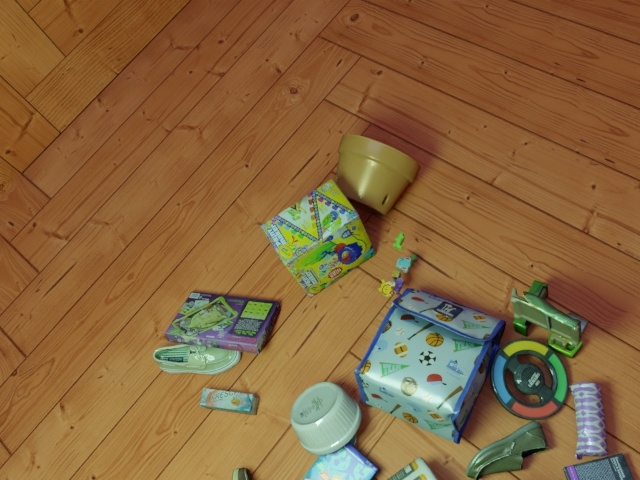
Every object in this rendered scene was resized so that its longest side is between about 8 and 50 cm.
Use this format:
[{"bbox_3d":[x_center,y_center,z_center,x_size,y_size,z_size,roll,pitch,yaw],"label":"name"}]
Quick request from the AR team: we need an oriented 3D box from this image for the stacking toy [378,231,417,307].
[{"bbox_3d":[0.259,0.108,2.028,0.052,0.167,0.221,10,66,27],"label":"stacking toy"}]

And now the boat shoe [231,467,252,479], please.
[{"bbox_3d":[-0.163,0.801,1.822,0.123,0.123,0.342,-22,44,-6],"label":"boat shoe"}]

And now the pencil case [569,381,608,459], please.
[{"bbox_3d":[0.730,0.488,1.734,0.088,0.086,0.206,-24,50,44],"label":"pencil case"}]

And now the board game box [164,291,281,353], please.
[{"bbox_3d":[-0.330,0.275,2.155,0.346,0.056,0.208,5,37,20],"label":"board game box"}]

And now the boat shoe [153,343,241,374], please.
[{"bbox_3d":[-0.420,0.397,2.136,0.302,0.094,0.109,-10,61,13],"label":"boat shoe"}]

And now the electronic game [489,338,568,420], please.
[{"bbox_3d":[0.594,0.394,1.805,0.229,0.048,0.229,2,70,-6],"label":"electronic game"}]

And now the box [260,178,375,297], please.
[{"bbox_3d":[0.000,0.000,2.096,0.279,0.290,0.177,-34,59,-1],"label":"box"}]

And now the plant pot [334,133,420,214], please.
[{"bbox_3d":[0.173,-0.213,2.178,0.290,0.291,0.204,22,89,26],"label":"plant pot"}]

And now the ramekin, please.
[{"bbox_3d":[0.008,0.516,1.875,0.207,0.109,0.207,-26,26,14],"label":"ramekin"}]

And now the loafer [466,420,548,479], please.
[{"bbox_3d":[0.516,0.592,1.739,0.251,0.094,0.087,-32,54,-1],"label":"loafer"}]

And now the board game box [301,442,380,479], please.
[{"bbox_3d":[0.047,0.697,1.843,0.160,0.047,0.210,35,84,23],"label":"board game box"}]

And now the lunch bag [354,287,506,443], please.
[{"bbox_3d":[0.330,0.331,1.862,0.327,0.239,0.385,20,56,26],"label":"lunch bag"}]

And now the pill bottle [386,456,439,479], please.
[{"bbox_3d":[0.211,0.735,1.724,0.278,0.162,0.162,-36,59,-2],"label":"pill bottle"}]

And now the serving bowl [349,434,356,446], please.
[{"bbox_3d":[0.070,0.597,1.914,0.083,0.027,0.083,-5,72,15],"label":"serving bowl"}]

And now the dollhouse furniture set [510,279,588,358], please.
[{"bbox_3d":[0.658,0.190,1.781,0.197,0.301,0.151,26,76,30],"label":"dollhouse furniture set"}]

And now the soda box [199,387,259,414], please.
[{"bbox_3d":[-0.295,0.522,2.050,0.183,0.063,0.058,1,65,18],"label":"soda box"}]

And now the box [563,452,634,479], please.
[{"bbox_3d":[0.745,0.642,1.680,0.162,0.029,0.116,-18,61,10],"label":"box"}]
